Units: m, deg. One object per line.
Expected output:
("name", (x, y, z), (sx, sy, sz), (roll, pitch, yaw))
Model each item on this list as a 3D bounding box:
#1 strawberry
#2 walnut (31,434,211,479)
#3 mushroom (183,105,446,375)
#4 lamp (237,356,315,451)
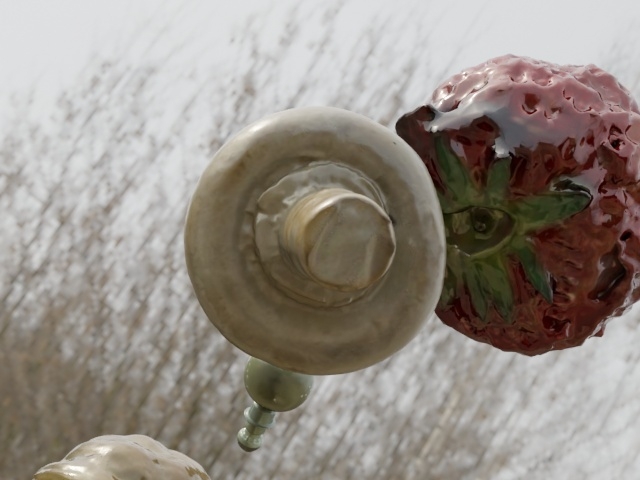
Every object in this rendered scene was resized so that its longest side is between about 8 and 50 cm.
("strawberry", (0.224, -0.050, 1.424), (0.291, 0.310, 0.292), (32, -44, 36))
("walnut", (-0.236, 0.368, 1.684), (0.285, 0.296, 0.285), (26, -45, 28))
("mushroom", (-0.006, 0.011, 1.095), (0.206, 0.209, 0.206), (4, -63, 8))
("lamp", (-0.068, 0.206, 1.860), (0.091, 0.091, 0.163), (30, -60, 8))
